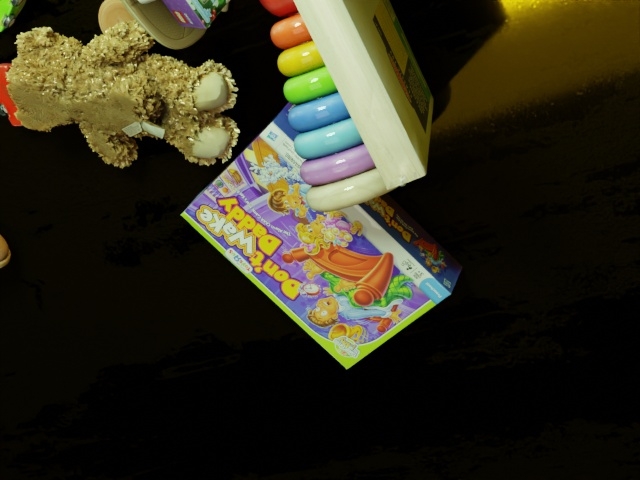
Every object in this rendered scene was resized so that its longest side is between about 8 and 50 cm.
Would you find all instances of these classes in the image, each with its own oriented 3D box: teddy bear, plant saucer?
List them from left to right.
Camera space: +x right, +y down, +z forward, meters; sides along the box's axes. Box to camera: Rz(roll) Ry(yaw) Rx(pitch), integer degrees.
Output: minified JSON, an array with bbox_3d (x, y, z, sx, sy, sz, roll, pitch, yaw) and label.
[{"bbox_3d":[-0.279,-0.309,1.493,0.083,0.013,0.083,10,124,15],"label":"plant saucer"},{"bbox_3d":[-0.272,-0.211,1.502,0.338,0.113,0.245,0,138,21],"label":"teddy bear"}]

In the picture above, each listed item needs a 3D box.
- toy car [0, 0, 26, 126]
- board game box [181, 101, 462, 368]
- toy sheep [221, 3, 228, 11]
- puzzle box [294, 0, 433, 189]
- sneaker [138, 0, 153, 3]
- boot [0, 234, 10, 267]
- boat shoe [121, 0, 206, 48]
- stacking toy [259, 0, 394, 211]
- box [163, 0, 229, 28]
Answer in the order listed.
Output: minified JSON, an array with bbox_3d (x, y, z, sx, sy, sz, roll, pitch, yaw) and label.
[{"bbox_3d":[-0.483,-0.313,1.548,0.239,0.053,0.225,37,126,-4],"label":"toy car"},{"bbox_3d":[0.000,0.000,1.533,0.347,0.078,0.233,43,126,-8],"label":"board game box"},{"bbox_3d":[-0.113,-0.360,1.350,0.091,0.091,0.132,14,107,14],"label":"toy sheep"},{"bbox_3d":[0.025,-0.287,1.220,0.052,0.272,0.409,-21,111,17],"label":"puzzle box"},{"bbox_3d":[-0.272,-0.440,1.204,0.366,0.210,0.137,32,168,-40],"label":"sneaker"},{"bbox_3d":[-0.601,-0.099,1.714,0.283,0.109,0.220,39,123,4],"label":"boot"},{"bbox_3d":[-0.262,-0.405,1.377,0.341,0.121,0.110,60,161,-14],"label":"boat shoe"},{"bbox_3d":[-0.003,-0.209,1.336,0.141,0.141,0.330,-15,101,29],"label":"stacking toy"},{"bbox_3d":[-0.162,-0.416,1.186,0.057,0.201,0.293,17,153,44],"label":"box"}]
